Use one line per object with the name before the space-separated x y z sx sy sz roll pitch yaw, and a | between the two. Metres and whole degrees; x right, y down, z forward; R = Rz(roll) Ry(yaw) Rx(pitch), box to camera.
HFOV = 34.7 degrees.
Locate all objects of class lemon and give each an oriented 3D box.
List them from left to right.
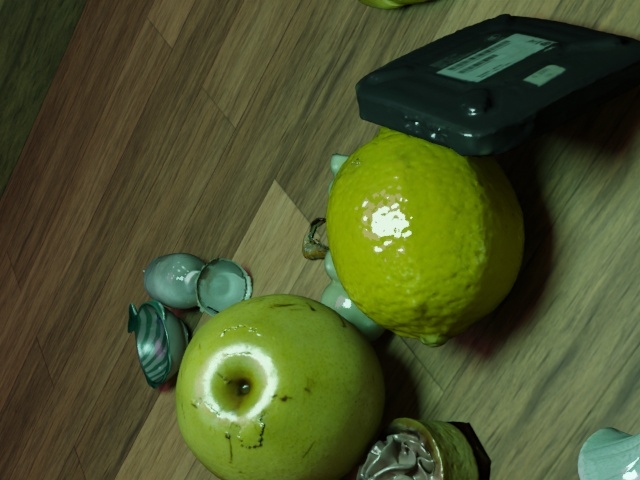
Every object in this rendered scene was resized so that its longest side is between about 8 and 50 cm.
lemon | 0.164 -0.016 1.604 0.336 0.336 0.336 -24 59 47

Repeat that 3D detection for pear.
pear | -0.067 0.253 1.684 0.348 0.348 0.348 -24 59 47

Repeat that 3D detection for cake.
cake | 0.138 0.368 1.611 0.185 0.178 0.207 19 90 55

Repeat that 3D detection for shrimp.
shrimp | 0.000 0.000 2.059 0.127 0.025 0.091 20 92 57

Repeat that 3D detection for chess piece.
chess piece | 0.078 0.020 1.838 0.182 0.182 0.330 13 93 54

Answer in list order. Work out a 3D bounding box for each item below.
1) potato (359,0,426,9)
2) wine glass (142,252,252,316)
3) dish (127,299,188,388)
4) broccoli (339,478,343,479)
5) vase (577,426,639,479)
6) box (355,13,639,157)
potato | 0.159 -0.533 1.944 0.300 0.140 0.172 7 90 60
wine glass | -0.290 0.098 2.317 0.321 0.143 0.143 6 82 55
dish | -0.371 0.230 2.405 0.246 0.078 0.224 38 127 48
broccoli | -0.056 0.403 1.891 0.194 0.220 0.194 57 163 28
vase | 0.494 0.190 1.150 0.445 0.250 0.250 -52 41 37
box | 0.269 -0.241 1.540 0.350 0.359 0.091 29 141 54
